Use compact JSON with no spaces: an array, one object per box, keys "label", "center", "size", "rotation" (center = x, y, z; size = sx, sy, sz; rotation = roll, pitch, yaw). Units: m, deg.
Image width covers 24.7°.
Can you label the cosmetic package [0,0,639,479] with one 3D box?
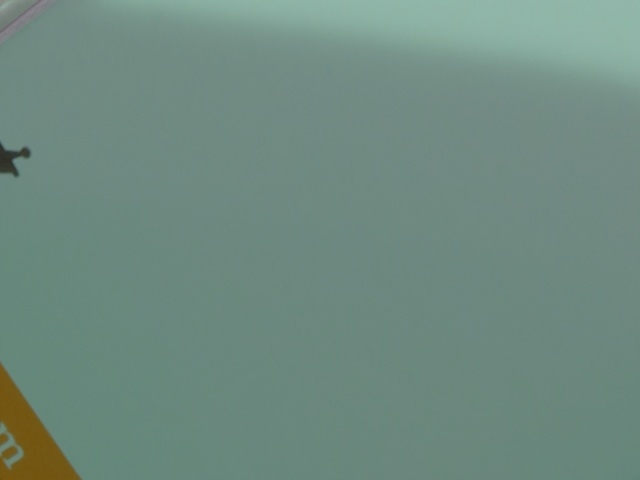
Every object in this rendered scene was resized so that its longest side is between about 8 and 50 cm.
[{"label":"cosmetic package","center":[0.000,0.000,0.511],"size":[0.453,0.161,0.230],"rotation":[-33,93,21]}]

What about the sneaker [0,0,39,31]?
[{"label":"sneaker","center":[-0.104,-0.153,0.614],"size":[0.092,0.087,0.228],"rotation":[38,114,10]}]
